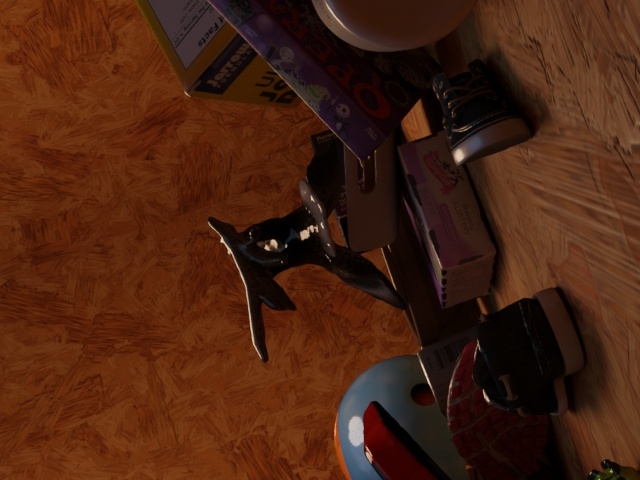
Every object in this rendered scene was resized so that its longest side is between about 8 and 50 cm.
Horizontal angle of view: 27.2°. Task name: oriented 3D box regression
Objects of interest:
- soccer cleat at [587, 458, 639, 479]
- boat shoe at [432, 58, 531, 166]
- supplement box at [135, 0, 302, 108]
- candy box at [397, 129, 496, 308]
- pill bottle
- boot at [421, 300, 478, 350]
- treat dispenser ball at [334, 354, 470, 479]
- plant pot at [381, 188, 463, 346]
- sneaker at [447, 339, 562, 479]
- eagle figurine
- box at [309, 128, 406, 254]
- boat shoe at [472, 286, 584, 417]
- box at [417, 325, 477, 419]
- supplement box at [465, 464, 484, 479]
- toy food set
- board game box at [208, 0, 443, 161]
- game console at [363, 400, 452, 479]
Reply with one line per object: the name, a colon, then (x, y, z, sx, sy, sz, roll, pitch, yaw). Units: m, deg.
soccer cleat: (0.262, 0.265, 1.153, 0.121, 0.093, 0.289, 40, 169, 11)
boat shoe: (0.128, -0.111, 1.118, 0.183, 0.065, 0.083, -60, -50, -89)
supplement box: (-0.115, -0.360, 1.605, 0.195, 0.194, 0.356, 1, -127, -49)
candy box: (0.154, -0.023, 1.622, 0.196, 0.070, 0.165, 71, -179, -73)
pill bottle: (0.055, -0.221, 1.086, 0.229, 0.131, 0.131, -113, 4, -82)
boot: (0.186, 0.120, 2.062, 0.203, 0.095, 0.262, 87, 171, -85)
treat dispenser ball: (0.168, 0.350, 2.384, 0.288, 0.288, 0.288, 161, 90, -90)
plant pot: (0.149, 0.020, 1.853, 0.237, 0.109, 0.237, -20, -90, -90)
sneaker: (0.223, 0.245, 1.638, 0.112, 0.121, 0.299, -105, -4, -61)
eagle figurine: (-0.008, -0.002, 1.723, 0.225, 0.298, 0.226, 27, 117, 35)
box: (0.084, -0.098, 2.211, 0.108, 0.153, 0.207, 71, 179, -49)
boat shoe: (0.194, 0.120, 1.314, 0.302, 0.091, 0.114, 72, 179, -68)
box: (0.206, 0.190, 1.852, 0.087, 0.101, 0.102, 47, -160, -61)
supplement box: (0.264, 0.335, 1.882, 0.036, 0.098, 0.062, 41, -152, -86)
toy food set: (0.053, -0.143, 1.671, 0.306, 0.092, 0.220, -77, -15, -66)
board game box: (-0.031, -0.255, 1.363, 0.347, 0.056, 0.208, 46, -142, -6)
game console: (0.199, 0.369, 1.729, 0.386, 0.060, 0.342, 47, -177, 1)
